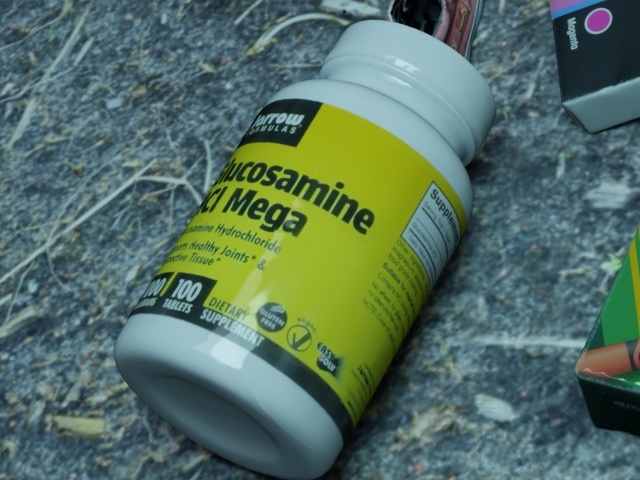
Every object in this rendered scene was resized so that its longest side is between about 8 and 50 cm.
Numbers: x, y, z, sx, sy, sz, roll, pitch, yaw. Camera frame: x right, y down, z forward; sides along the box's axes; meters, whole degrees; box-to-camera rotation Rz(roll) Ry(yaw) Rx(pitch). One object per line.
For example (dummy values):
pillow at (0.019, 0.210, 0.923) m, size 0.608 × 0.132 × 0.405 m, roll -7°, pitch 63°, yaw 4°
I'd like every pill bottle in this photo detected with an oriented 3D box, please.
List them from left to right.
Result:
pill bottle at (0.000, 0.000, 1.479) m, size 0.188 × 0.188 × 0.334 m, roll 17°, pitch 64°, yaw 29°

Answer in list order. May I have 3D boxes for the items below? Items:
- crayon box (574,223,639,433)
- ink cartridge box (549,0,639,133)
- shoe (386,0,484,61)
crayon box at (0.341, 0.009, 1.416) m, size 0.202 × 0.081 × 0.318 m, roll 14°, pitch 62°, yaw 28°
ink cartridge box at (0.358, -0.224, 1.520) m, size 0.371 × 0.069 × 0.175 m, roll -17°, pitch 58°, yaw 24°
shoe at (0.100, -0.204, 1.652) m, size 0.064 × 0.081 × 0.178 m, roll -4°, pitch 56°, yaw 18°
